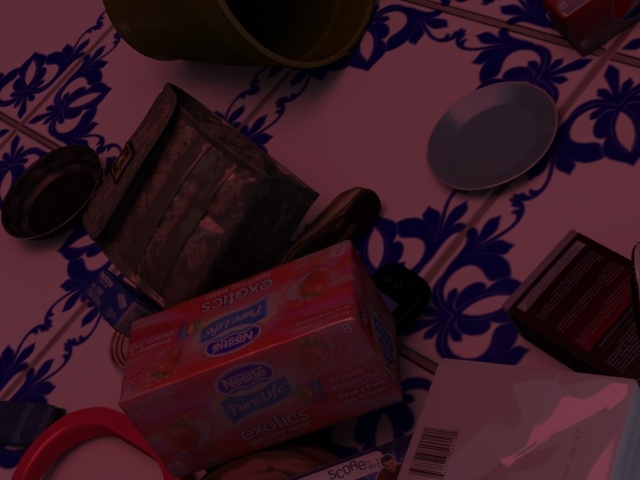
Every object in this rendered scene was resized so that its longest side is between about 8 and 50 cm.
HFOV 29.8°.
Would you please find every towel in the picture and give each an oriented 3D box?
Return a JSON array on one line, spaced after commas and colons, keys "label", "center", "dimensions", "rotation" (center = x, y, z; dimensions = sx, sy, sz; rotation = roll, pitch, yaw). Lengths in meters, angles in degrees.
[{"label": "towel", "center": [-0.421, 0.264, 1.715], "dimensions": [0.120, 0.029, 0.067], "rotation": [1, 56, 33]}]

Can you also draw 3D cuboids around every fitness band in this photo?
[{"label": "fitness band", "center": [-0.286, 0.330, 1.559], "dimensions": [0.291, 0.054, 0.209], "rotation": [21, 65, 41]}]

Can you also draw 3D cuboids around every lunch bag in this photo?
[{"label": "lunch bag", "center": [-0.187, -0.056, 1.626], "dimensions": [0.287, 0.169, 0.235], "rotation": [39, 101, 31]}]

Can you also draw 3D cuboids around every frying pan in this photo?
[{"label": "frying pan", "center": [-0.388, -0.112, 1.991], "dimensions": [0.326, 0.053, 0.197], "rotation": [-34, 43, 2]}]

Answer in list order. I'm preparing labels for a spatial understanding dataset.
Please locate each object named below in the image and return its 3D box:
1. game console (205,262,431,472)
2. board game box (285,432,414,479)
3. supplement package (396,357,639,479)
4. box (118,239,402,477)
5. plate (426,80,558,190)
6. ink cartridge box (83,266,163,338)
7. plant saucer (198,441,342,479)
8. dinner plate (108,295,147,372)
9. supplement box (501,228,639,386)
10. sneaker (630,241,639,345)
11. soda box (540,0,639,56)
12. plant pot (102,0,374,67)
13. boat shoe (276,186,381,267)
[{"label": "game console", "center": [-0.014, 0.163, 1.520], "dimensions": [0.361, 0.044, 0.213], "rotation": [-45, 44, -8]}, {"label": "board game box", "center": [0.077, 0.288, 1.303], "dimensions": [0.201, 0.035, 0.136], "rotation": [-18, 53, -5]}, {"label": "supplement package", "center": [0.215, 0.267, 1.120], "dimensions": [0.198, 0.262, 0.199], "rotation": [3, 57, 35]}, {"label": "box", "center": [-0.069, 0.142, 1.411], "dimensions": [0.300, 0.142, 0.154], "rotation": [-21, 34, 14]}, {"label": "plate", "center": [0.233, -0.137, 1.619], "dimensions": [0.188, 0.024, 0.188], "rotation": [-17, 48, 20]}, {"label": "ink cartridge box", "center": [-0.207, 0.118, 1.563], "dimensions": [0.046, 0.207, 0.097], "rotation": [-50, 44, -1]}, {"label": "plant saucer", "center": [-0.063, 0.355, 1.358], "dimensions": [0.278, 0.041, 0.277], "rotation": [-11, 58, 17]}, {"label": "dinner plate", "center": [-0.241, 0.132, 1.711], "dimensions": [0.141, 0.017, 0.141], "rotation": [-19, 45, 20]}, {"label": "supplement box", "center": [0.332, 0.096, 1.323], "dimensions": [0.130, 0.073, 0.239], "rotation": [-46, 43, -8]}, {"label": "sneaker", "center": [0.365, 0.069, 1.242], "dimensions": [0.075, 0.057, 0.161], "rotation": [-5, 50, 9]}, {"label": "soda box", "center": [0.434, -0.371, 1.637], "dimensions": [0.263, 0.083, 0.092], "rotation": [-35, 43, 5]}, {"label": "plant pot", "center": [-0.162, -0.432, 1.924], "dimensions": [0.353, 0.366, 0.366], "rotation": [-5, 52, 45]}, {"label": "boat shoe", "center": [0.000, 0.000, 1.640], "dimensions": [0.190, 0.068, 0.072], "rotation": [-42, 30, -18]}]
